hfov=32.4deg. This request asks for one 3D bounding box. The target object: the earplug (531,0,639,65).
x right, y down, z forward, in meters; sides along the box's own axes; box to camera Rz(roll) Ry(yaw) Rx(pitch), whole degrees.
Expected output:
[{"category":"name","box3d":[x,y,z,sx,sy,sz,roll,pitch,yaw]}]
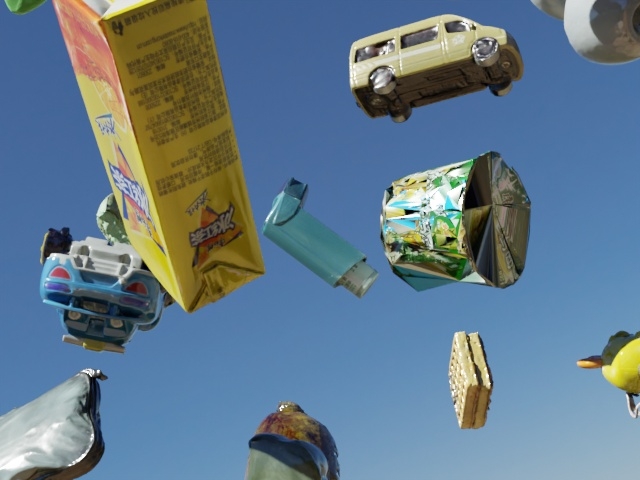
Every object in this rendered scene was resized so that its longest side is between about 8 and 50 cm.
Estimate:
[{"category":"earplug","box3d":[0.477,-0.447,1.900,0.214,0.325,0.175,-24,-22,-10]}]

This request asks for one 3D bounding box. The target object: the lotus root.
[{"category":"lotus root","box3d":[-0.060,0.467,2.040,0.179,0.397,0.196,20,-49,-16]}]

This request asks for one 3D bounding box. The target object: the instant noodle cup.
[{"category":"instant noodle cup","box3d":[0.222,-0.028,1.847,0.178,0.240,0.240,-5,-7,38]}]

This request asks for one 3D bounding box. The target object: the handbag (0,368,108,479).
[{"category":"handbag","box3d":[-0.458,0.324,1.649,0.332,0.192,0.075,-30,-53,7]}]

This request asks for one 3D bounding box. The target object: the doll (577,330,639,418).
[{"category":"doll","box3d":[0.516,0.210,1.752,0.143,0.135,0.221,-1,6,-23]}]

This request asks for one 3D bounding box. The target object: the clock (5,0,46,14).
[{"category":"clock","box3d":[-0.362,-0.402,1.401,0.103,0.231,0.144,11,1,-8]}]

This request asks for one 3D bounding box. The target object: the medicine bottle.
[{"category":"medicine bottle","box3d":[0.000,0.000,2.074,0.124,0.258,0.079,-45,-11,-37]}]

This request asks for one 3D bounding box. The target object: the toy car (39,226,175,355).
[{"category":"toy car","box3d":[-0.317,0.086,1.644,0.198,0.166,0.314,12,-13,-5]}]

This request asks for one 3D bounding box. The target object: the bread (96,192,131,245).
[{"category":"bread","box3d":[-0.271,0.003,1.845,0.232,0.172,0.064,14,-39,-40]}]

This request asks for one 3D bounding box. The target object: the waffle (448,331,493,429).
[{"category":"waffle","box3d":[0.227,0.214,1.674,0.042,0.102,0.148,-8,-34,-4]}]

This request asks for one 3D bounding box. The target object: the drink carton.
[{"category":"drink carton","box3d":[-0.160,-0.109,1.121,0.111,0.154,0.351,-26,-49,-20]}]

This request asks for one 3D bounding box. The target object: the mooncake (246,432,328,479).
[{"category":"mooncake","box3d":[-0.065,0.370,1.612,0.175,0.168,0.104,-40,-11,6]}]

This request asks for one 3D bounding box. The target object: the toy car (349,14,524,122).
[{"category":"toy car","box3d":[0.173,-0.270,1.658,0.256,0.124,0.101,-13,-31,19]}]
